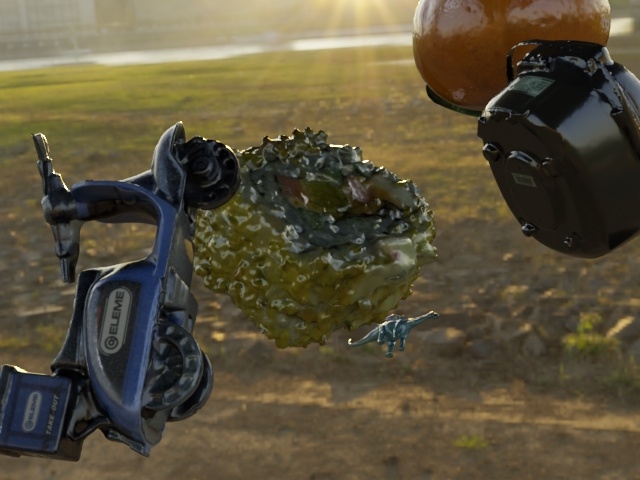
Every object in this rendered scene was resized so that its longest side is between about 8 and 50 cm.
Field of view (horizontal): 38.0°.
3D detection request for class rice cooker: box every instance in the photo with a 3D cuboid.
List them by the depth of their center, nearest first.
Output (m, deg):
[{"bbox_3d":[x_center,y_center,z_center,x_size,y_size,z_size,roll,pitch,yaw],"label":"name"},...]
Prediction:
[{"bbox_3d":[0.217,-0.077,0.803,0.118,0.203,0.142,-38,27,-18],"label":"rice cooker"}]

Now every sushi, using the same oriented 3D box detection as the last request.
[{"bbox_3d":[0.000,0.000,1.571,0.396,0.240,0.351,-19,55,-45],"label":"sushi"}]

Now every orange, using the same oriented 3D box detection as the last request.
[{"bbox_3d":[0.220,-0.250,1.092,0.240,0.171,0.240,-13,-10,-2],"label":"orange"}]

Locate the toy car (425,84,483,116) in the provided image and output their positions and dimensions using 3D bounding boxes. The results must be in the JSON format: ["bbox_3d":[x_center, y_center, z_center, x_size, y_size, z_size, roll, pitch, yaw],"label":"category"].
[{"bbox_3d":[0.280,-0.351,1.511,0.136,0.306,0.125,17,35,-10],"label":"toy car"}]

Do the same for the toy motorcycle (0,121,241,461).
[{"bbox_3d":[-0.203,0.041,0.928,0.213,0.358,0.125,6,-20,4],"label":"toy motorcycle"}]

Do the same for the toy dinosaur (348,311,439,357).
[{"bbox_3d":[0.129,0.170,1.694,0.197,0.045,0.080,-21,26,30],"label":"toy dinosaur"}]
